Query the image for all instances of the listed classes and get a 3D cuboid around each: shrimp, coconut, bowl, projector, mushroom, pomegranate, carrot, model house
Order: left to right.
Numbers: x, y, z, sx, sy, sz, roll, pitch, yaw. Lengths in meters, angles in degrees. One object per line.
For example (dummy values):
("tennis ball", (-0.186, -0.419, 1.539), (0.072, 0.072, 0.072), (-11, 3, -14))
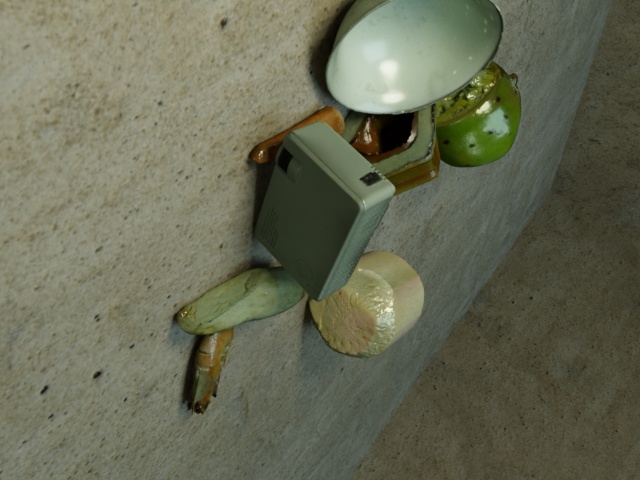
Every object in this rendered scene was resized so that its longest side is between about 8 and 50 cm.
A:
("shrimp", (-0.203, 0.240, 1.274), (0.115, 0.051, 0.217), (-21, 131, -59))
("mushroom", (-0.126, 0.103, 1.244), (0.333, 0.087, 0.107), (-7, 122, -59))
("carrot", (-0.043, -0.174, 1.162), (0.209, 0.061, 0.061), (-33, 143, -41))
("projector", (0.000, -0.049, 1.136), (0.099, 0.192, 0.257), (-29, 155, -38))
("coconut", (0.117, 0.146, 1.610), (0.244, 0.239, 0.239), (-25, 137, -51))
("model house", (0.143, -0.180, 1.409), (0.267, 0.174, 0.239), (-20, 163, 8))
("bowl", (0.145, -0.368, 1.175), (0.313, 0.146, 0.313), (-11, 154, -5))
("pomegranate", (0.310, -0.269, 1.557), (0.340, 0.260, 0.260), (-43, 162, 19))
